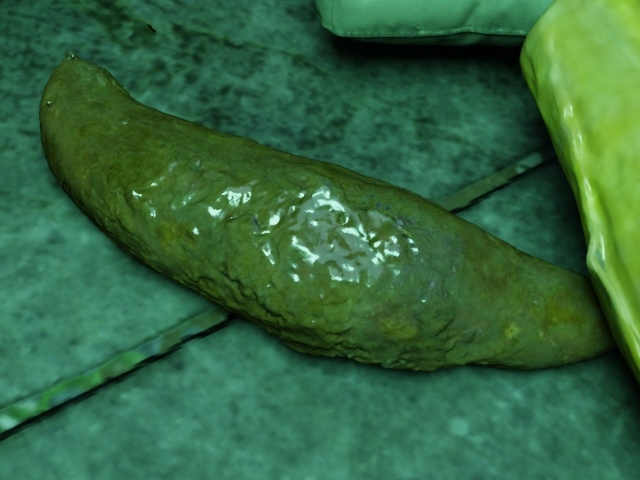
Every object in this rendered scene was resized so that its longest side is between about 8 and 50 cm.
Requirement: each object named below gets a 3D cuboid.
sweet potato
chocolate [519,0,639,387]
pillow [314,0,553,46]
[{"bbox_3d":[-0.003,0.001,0.594,0.342,0.092,0.114,22,36,6],"label":"sweet potato"},{"bbox_3d":[0.220,0.065,0.533,0.162,0.162,0.445,-14,59,-20],"label":"chocolate"},{"bbox_3d":[0.112,-0.230,0.762,0.255,0.119,0.322,3,41,-6],"label":"pillow"}]
